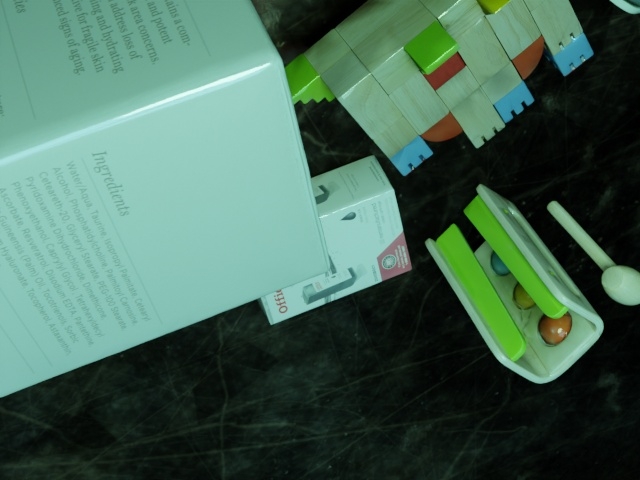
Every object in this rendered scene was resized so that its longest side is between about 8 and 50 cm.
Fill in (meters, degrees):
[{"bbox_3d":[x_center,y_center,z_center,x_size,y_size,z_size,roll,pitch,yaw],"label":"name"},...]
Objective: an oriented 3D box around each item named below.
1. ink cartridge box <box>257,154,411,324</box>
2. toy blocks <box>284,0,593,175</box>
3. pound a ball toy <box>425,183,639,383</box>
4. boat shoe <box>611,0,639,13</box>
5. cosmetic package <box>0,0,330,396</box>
[{"bbox_3d":[0.000,0.000,1.537,0.218,0.092,0.158,-20,131,-4],"label":"ink cartridge box"},{"bbox_3d":[0.169,-0.225,1.395,0.381,0.190,0.261,-39,142,6],"label":"toy blocks"},{"bbox_3d":[0.306,0.046,1.546,0.136,0.319,0.208,29,111,-37],"label":"pound a ball toy"},{"bbox_3d":[0.430,-0.342,1.418,0.320,0.116,0.099,14,140,-39],"label":"boat shoe"},{"bbox_3d":[-0.242,-0.106,1.167,0.394,0.329,0.327,-20,141,-5],"label":"cosmetic package"}]
